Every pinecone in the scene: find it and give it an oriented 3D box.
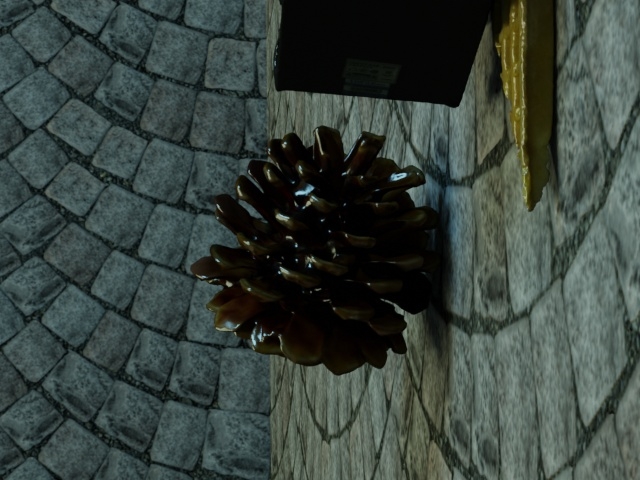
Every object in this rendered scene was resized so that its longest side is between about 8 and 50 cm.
[{"bbox_3d":[0.010,0.000,1.545,0.264,0.264,0.264,-179,90,-82],"label":"pinecone"}]

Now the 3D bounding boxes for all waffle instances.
[{"bbox_3d":[0.155,-0.114,1.189,0.125,0.032,0.191,165,107,-80],"label":"waffle"}]

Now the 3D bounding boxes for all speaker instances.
[{"bbox_3d":[0.055,-0.266,1.268,0.254,0.184,0.232,100,176,-67],"label":"speaker"}]

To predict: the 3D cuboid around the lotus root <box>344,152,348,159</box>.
[{"bbox_3d":[0.017,-0.062,2.045,0.159,0.095,0.135,44,-146,-40],"label":"lotus root"}]
